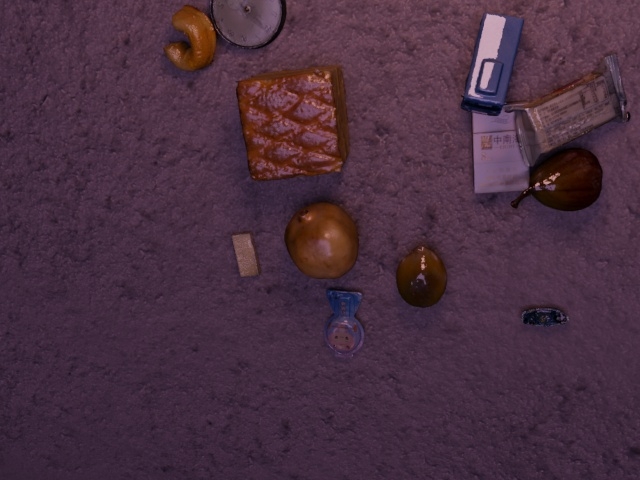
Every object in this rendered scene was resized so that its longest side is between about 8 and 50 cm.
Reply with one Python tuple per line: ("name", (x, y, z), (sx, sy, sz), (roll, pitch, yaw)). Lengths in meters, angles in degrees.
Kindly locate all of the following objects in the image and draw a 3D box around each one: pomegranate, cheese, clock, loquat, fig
("pomegranate", (0.004, 0.004, 1.860), (0.232, 0.233, 0.233), (4, 112, 10))
("cheese", (0.076, 0.273, 2.038), (0.135, 0.052, 0.245), (4, 112, 10))
("clock", (-0.201, -0.636, 1.732), (0.214, 0.042, 0.215), (4, 112, 9))
("loquat", (0.301, 0.107, 1.879), (0.151, 0.152, 0.195), (2, 120, 10))
("fig", (0.619, -0.144, 1.684), (0.274, 0.145, 0.170), (-18, 116, -17))

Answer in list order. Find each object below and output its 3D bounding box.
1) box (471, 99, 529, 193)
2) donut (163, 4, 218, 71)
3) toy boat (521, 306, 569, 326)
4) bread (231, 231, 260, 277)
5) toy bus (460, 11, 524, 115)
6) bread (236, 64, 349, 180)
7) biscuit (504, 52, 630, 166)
("box", (0.494, -0.256, 1.733), (0.155, 0.067, 0.243), (-4, 110, 11))
("donut", (-0.363, -0.549, 1.759), (0.146, 0.078, 0.181), (40, 130, 1))
("toy boat", (0.676, 0.233, 1.898), (0.137, 0.061, 0.060), (0, 112, 10))
("bread", (-0.239, 0.046, 2.023), (0.068, 0.028, 0.154), (-7, 109, 14))
("toy bus", (0.436, -0.446, 1.607), (0.116, 0.133, 0.234), (13, 95, 8))
("bread", (-0.065, -0.327, 1.741), (0.278, 0.207, 0.279), (-6, 109, 12))
("biscuit", (0.650, -0.330, 1.636), (0.308, 0.079, 0.186), (-28, 110, -2))
